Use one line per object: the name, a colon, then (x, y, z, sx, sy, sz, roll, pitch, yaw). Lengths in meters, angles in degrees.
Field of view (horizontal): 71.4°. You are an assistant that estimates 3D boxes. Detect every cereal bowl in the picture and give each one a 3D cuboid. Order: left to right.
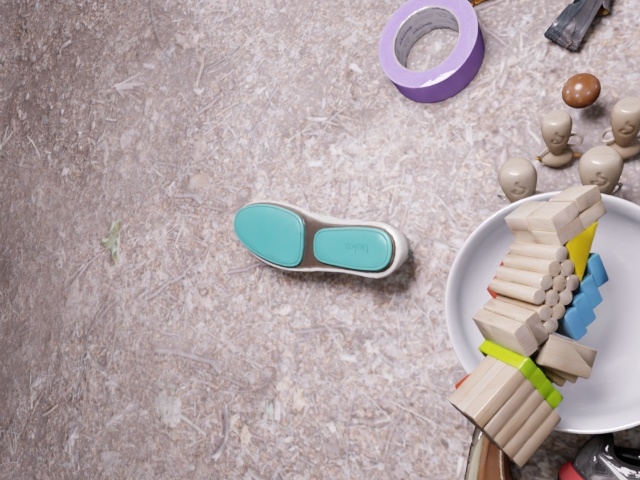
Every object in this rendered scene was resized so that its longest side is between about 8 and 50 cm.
cereal bowl: (0.371, 0.101, 0.681, 0.338, 0.141, 0.339, -3, 85, 29)

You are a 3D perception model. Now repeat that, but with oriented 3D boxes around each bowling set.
bowling set: (0.435, -0.146, 0.701, 0.286, 0.154, 0.200, 2, 66, 30)

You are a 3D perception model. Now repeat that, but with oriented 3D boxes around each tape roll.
tape roll: (0.214, -0.372, 0.865, 0.188, 0.080, 0.189, -4, 81, 28)

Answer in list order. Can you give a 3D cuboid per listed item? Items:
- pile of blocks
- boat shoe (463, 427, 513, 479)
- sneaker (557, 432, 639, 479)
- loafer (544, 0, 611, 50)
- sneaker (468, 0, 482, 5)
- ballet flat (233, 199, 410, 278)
pile of blocks: (0.283, 0.103, 0.607, 0.362, 0.148, 0.112, -68, 17, -2)
boat shoe: (0.291, 0.446, 0.707, 0.119, 0.122, 0.324, 1, 92, 24)
sneaker: (0.489, 0.365, 0.610, 0.276, 0.097, 0.135, 25, 98, 30)
loafer: (0.461, -0.402, 0.752, 0.061, 0.062, 0.170, 40, 107, 4)
sneaker: (0.329, -0.502, 0.817, 0.214, 0.083, 0.084, -18, 74, 24)
ballet flat: (0.000, 0.000, 0.910, 0.400, 0.139, 0.139, 10, 88, 34)
